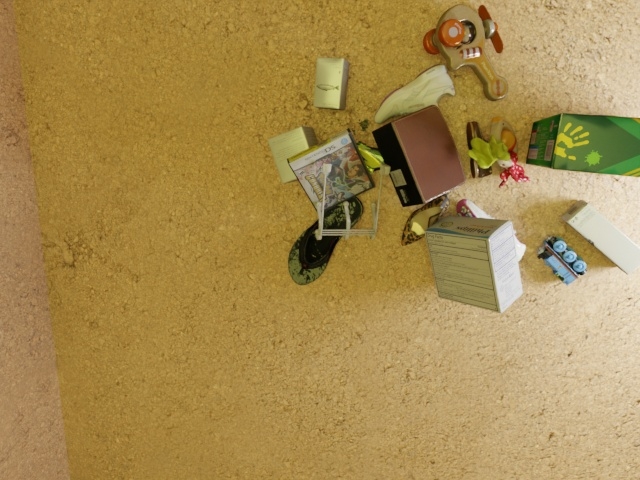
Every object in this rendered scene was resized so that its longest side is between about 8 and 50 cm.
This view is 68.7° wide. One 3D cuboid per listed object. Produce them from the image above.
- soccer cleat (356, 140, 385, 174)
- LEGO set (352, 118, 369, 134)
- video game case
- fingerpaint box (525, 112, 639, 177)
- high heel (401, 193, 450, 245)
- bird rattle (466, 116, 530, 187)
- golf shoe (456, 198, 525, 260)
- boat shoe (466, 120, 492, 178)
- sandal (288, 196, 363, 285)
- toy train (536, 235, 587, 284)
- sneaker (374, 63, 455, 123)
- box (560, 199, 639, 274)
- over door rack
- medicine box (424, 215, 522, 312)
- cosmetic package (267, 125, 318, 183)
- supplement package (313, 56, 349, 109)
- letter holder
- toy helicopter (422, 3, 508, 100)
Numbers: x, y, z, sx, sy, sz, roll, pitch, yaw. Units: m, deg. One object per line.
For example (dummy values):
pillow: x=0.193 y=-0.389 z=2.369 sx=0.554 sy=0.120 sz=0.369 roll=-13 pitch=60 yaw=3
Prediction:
soccer cleat: x=0.164 y=-0.313 z=1.791 sx=0.290 sy=0.093 sz=0.121 roll=14 pitch=107 yaw=12
LEGO set: x=0.158 y=-0.441 z=1.806 sx=0.083 sy=0.023 sz=0.054 roll=-10 pitch=97 yaw=30
video game case: x=0.046 y=-0.248 z=1.739 sx=0.249 sy=0.035 sz=0.274 roll=-25 pitch=132 yaw=7
fingerpaint box: x=0.865 y=-0.285 z=1.420 sx=0.372 sy=0.445 sz=0.163 roll=8 pitch=103 yaw=14
high heel: x=0.376 y=-0.067 z=1.735 sx=0.093 sy=0.186 sz=0.261 roll=39 pitch=109 yaw=4
bird rattle: x=0.643 y=-0.312 z=1.619 sx=0.143 sy=0.254 sz=0.206 roll=-10 pitch=65 yaw=54
golf shoe: x=0.626 y=-0.036 z=1.730 sx=0.140 sy=0.115 sz=0.306 roll=-30 pitch=78 yaw=-18
boat shoe: x=0.574 y=-0.329 z=1.690 sx=0.073 sy=0.073 sz=0.206 roll=-12 pitch=108 yaw=4
sandal: x=-0.001 y=-0.003 z=1.893 sx=0.168 sy=0.107 sz=0.445 roll=36 pitch=107 yaw=5
toy train: x=0.867 y=0.069 z=1.690 sx=0.184 sy=0.080 sz=0.105 roll=45 pitch=115 yaw=2
sneaker: x=0.338 y=-0.496 z=1.692 sx=0.305 sy=0.114 sz=0.152 roll=-31 pitch=91 yaw=19
box: x=0.980 y=-0.015 z=1.623 sx=0.275 sy=0.113 sz=0.094 roll=43 pitch=109 yaw=4
over door rack: x=0.111 y=-0.153 z=1.748 sx=0.240 sy=0.108 sz=0.323 roll=-1 pitch=124 yaw=-12
medicine box: x=0.537 y=0.076 z=1.651 sx=0.264 sy=0.149 sz=0.289 roll=11 pitch=123 yaw=52
cosmetic package: x=-0.087 y=-0.332 z=1.823 sx=0.152 sy=0.151 sz=0.183 roll=-16 pitch=97 yaw=18
supplement package: x=0.041 y=-0.585 z=1.759 sx=0.105 sy=0.105 sz=0.179 roll=8 pitch=104 yaw=13
letter holder: x=0.358 y=-0.302 z=1.679 sx=0.215 sy=0.152 sz=0.301 roll=-26 pitch=98 yaw=-18
toy helicopter: x=0.540 y=-0.642 z=1.605 sx=0.235 sy=0.140 sz=0.355 roll=-42 pitch=106 yaw=-5
